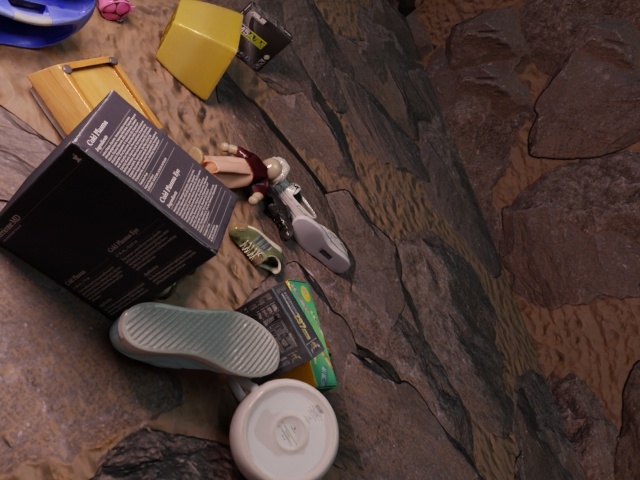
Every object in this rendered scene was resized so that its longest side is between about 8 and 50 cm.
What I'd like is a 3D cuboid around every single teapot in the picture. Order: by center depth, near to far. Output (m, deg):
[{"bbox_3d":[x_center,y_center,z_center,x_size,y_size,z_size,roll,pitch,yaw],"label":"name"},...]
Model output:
[{"bbox_3d":[-0.094,0.427,1.391,0.252,0.187,0.256,13,65,-15],"label":"teapot"}]

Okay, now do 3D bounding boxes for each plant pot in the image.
[{"bbox_3d":[-0.369,-0.587,1.889,0.187,0.212,0.212,23,43,-24],"label":"plant pot"}]

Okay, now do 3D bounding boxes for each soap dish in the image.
[{"bbox_3d":[-0.510,-0.296,1.499,0.291,0.118,0.229,56,31,-5],"label":"soap dish"}]

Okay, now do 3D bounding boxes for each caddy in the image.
[{"bbox_3d":[-0.664,-0.542,1.389,0.341,0.241,0.179,-12,67,-57],"label":"caddy"}]

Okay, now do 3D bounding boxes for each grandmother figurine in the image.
[{"bbox_3d":[-0.216,-0.196,1.824,0.342,0.104,0.208,-11,81,-51],"label":"grandmother figurine"}]

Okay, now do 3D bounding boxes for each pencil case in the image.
[{"bbox_3d":[-0.599,-0.722,1.778,0.098,0.095,0.209,-19,78,-22],"label":"pencil case"}]

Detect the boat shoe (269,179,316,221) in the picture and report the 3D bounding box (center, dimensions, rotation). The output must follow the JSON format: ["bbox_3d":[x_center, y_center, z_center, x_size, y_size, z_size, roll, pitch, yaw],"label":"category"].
[{"bbox_3d":[-0.090,-0.147,1.992,0.226,0.076,0.083,54,31,-5],"label":"boat shoe"}]

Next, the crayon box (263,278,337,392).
[{"bbox_3d":[-0.077,0.258,1.568,0.081,0.165,0.278,14,52,-49],"label":"crayon box"}]

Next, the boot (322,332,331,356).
[{"bbox_3d":[-0.036,0.269,1.727,0.158,0.059,0.084,31,36,-49],"label":"boot"}]

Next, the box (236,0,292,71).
[{"bbox_3d":[-0.225,-0.699,2.186,0.191,0.184,0.045,32,41,-37],"label":"box"}]

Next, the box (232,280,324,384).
[{"bbox_3d":[-0.125,0.222,1.468,0.059,0.233,0.183,-26,85,-53],"label":"box"}]

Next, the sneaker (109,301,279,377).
[{"bbox_3d":[-0.265,0.213,1.342,0.366,0.150,0.135,22,63,-29],"label":"sneaker"}]

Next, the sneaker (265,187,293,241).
[{"bbox_3d":[-0.131,-0.078,1.904,0.089,0.051,0.170,32,35,-35],"label":"sneaker"}]

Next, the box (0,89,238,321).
[{"bbox_3d":[-0.397,-0.051,1.224,0.312,0.343,0.179,41,36,-26],"label":"box"}]

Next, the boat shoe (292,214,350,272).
[{"bbox_3d":[0.000,0.000,1.990,0.258,0.095,0.084,50,26,-33],"label":"boat shoe"}]

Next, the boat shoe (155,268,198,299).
[{"bbox_3d":[-0.322,0.048,1.485,0.095,0.095,0.257,46,32,-30],"label":"boat shoe"}]

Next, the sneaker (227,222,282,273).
[{"bbox_3d":[-0.172,0.027,1.734,0.192,0.064,0.086,34,33,-38],"label":"sneaker"}]
